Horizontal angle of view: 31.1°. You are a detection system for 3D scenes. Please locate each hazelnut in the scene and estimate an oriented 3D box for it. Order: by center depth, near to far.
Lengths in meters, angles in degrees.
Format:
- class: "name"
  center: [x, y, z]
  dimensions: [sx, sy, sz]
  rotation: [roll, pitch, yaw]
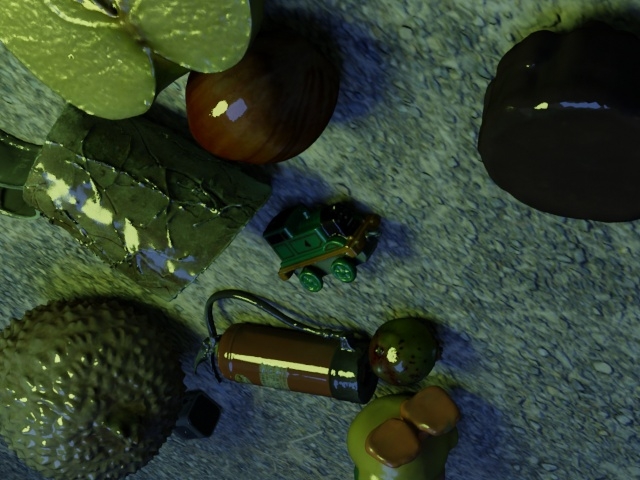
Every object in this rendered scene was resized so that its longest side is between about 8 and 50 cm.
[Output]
- class: "hazelnut"
  center: [-0.083, -0.202, 1.564]
  dimensions: [0.186, 0.210, 0.210]
  rotation: [36, 159, 42]

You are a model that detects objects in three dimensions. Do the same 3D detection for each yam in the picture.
- class: "yam"
  center: [-0.277, -0.072, 1.790]
  dimensions: [0.348, 0.241, 0.241]
  rotation: [32, 145, -1]

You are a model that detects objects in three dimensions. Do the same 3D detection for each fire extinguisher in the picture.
- class: "fire extinguisher"
  center: [-0.079, 0.192, 2.152]
  dimensions: [0.376, 0.113, 0.200]
  rotation: [5, 98, 24]

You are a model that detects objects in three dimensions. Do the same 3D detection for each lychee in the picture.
- class: "lychee"
  center: [-0.465, 0.284, 2.261]
  dimensions: [0.432, 0.380, 0.380]
  rotation: [35, 161, 46]

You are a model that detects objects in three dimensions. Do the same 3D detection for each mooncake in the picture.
- class: "mooncake"
  center: [0.334, -0.142, 1.408]
  dimensions: [0.283, 0.141, 0.283]
  rotation: [15, 153, 8]

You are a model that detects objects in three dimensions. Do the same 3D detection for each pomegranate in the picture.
- class: "pomegranate"
  center: [0.147, 0.196, 1.985]
  dimensions: [0.130, 0.130, 0.130]
  rotation: [16, 144, 12]

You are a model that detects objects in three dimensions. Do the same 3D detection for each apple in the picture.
- class: "apple"
  center: [-0.261, -0.335, 1.395]
  dimensions: [0.360, 0.320, 0.311]
  rotation: [51, 176, -25]

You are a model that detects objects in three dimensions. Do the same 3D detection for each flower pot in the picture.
- class: "flower pot"
  center: [-0.567, -0.125, 2.000]
  dimensions: [0.229, 0.108, 0.103]
  rotation: [18, 145, 7]

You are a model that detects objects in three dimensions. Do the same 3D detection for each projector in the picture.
- class: "projector"
  center: [-0.280, 0.386, 2.520]
  dimensions: [0.082, 0.083, 0.083]
  rotation: [-14, 131, 42]

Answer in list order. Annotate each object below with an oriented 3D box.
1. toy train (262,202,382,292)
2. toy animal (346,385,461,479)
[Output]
- class: "toy train"
  center: [0.000, 0.000, 1.842]
  dimensions: [0.227, 0.091, 0.136]
  rotation: [-22, 114, 46]
- class: "toy animal"
  center: [0.147, 0.401, 2.201]
  dimensions: [0.191, 0.216, 0.338]
  rotation: [41, 156, 25]
